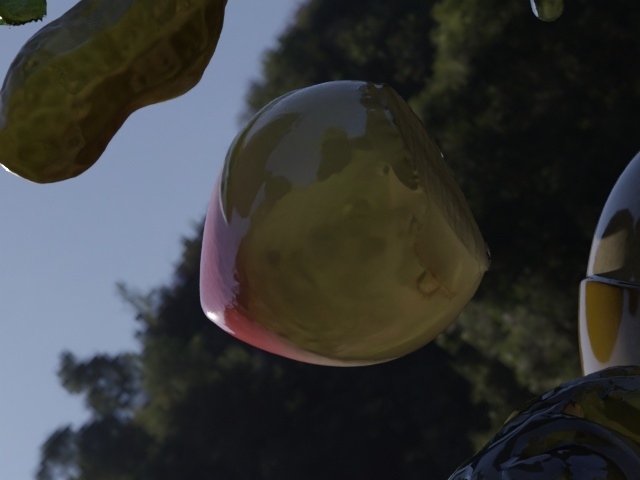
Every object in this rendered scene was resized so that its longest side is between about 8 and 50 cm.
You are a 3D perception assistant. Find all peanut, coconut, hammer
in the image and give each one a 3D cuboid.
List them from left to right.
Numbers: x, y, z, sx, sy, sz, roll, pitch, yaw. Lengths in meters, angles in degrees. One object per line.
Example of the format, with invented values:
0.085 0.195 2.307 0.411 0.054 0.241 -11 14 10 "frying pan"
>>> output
-0.320 -0.205 1.553 0.158 0.133 0.055 -28 -55 12 "coconut"
-0.210 -0.183 1.738 0.313 0.149 0.149 -43 -28 -18 "peanut"
0.237 -0.240 1.631 0.083 0.031 0.052 -26 -25 -1 "hammer"

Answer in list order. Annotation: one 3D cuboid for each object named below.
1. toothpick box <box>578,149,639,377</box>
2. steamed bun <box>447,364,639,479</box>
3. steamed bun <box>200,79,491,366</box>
0.436 0.111 1.541 0.409 0.409 0.425 82 -170 -55 "toothpick box"
0.169 0.212 1.098 0.207 0.268 0.280 44 -120 -33 "steamed bun"
0.000 0.000 1.782 0.309 0.309 0.309 -38 -30 -27 "steamed bun"
